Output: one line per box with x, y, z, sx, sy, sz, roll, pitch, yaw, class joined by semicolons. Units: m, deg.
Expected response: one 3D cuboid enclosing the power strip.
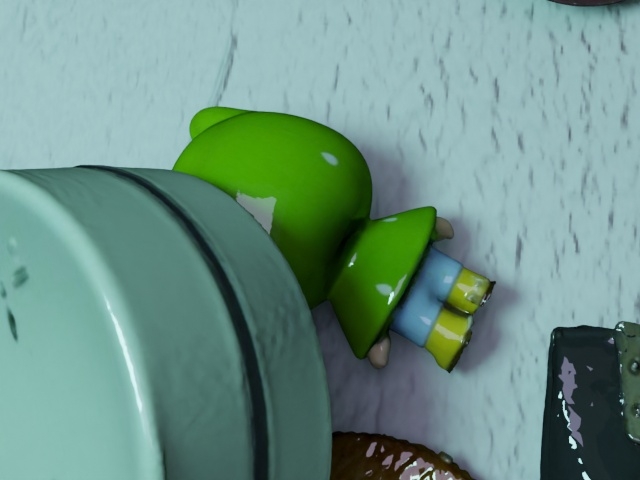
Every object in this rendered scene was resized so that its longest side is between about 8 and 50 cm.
-0.158;0.129;0.727;0.357;0.161;0.358;3;94;40;power strip

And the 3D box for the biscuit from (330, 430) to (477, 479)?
0.021;0.290;0.783;0.305;0.038;0.305;-4;75;13;biscuit

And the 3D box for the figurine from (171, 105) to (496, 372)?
0.000;0.000;0.818;0.263;0.143;0.162;28;79;6;figurine

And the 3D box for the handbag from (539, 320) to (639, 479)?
0.292;0.175;0.680;0.342;0.152;0.288;-10;80;4;handbag

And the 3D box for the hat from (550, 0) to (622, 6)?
0.206;-0.283;0.847;0.205;0.089;0.206;0;83;-1;hat
